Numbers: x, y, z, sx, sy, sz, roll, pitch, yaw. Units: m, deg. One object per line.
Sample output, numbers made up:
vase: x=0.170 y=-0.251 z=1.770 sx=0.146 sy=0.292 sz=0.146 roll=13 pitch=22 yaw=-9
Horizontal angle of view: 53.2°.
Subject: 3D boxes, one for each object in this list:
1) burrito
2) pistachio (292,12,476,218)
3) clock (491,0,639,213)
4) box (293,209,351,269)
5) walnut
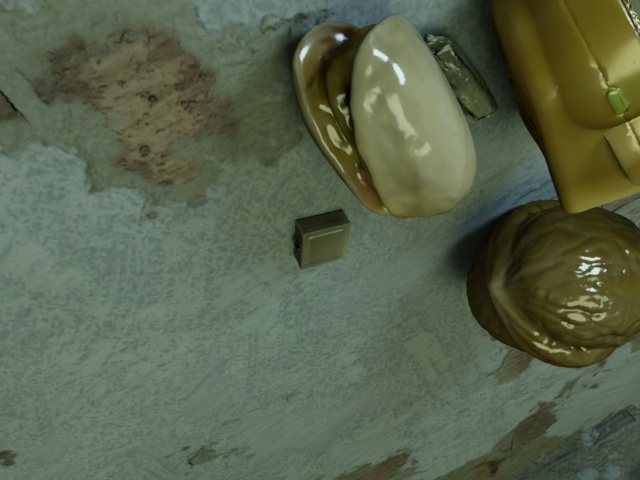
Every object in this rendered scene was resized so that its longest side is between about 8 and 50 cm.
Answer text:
burrito: x=0.180 y=-0.217 z=0.854 sx=0.058 sy=0.045 sz=0.188 roll=-29 pitch=145 yaw=26
pistachio: x=0.090 y=-0.142 z=0.786 sx=0.187 sy=0.187 sz=0.299 roll=-33 pitch=133 yaw=3
clock: x=0.331 y=-0.214 z=0.806 sx=0.200 sy=0.244 sz=0.317 roll=-28 pitch=139 yaw=22
box: x=0.000 y=0.000 z=0.981 sx=0.083 sy=0.035 sz=0.079 roll=-13 pitch=137 yaw=-18
walnut: x=0.417 y=0.072 z=1.120 sx=0.332 sy=0.333 sz=0.333 roll=-17 pitch=138 yaw=-15
